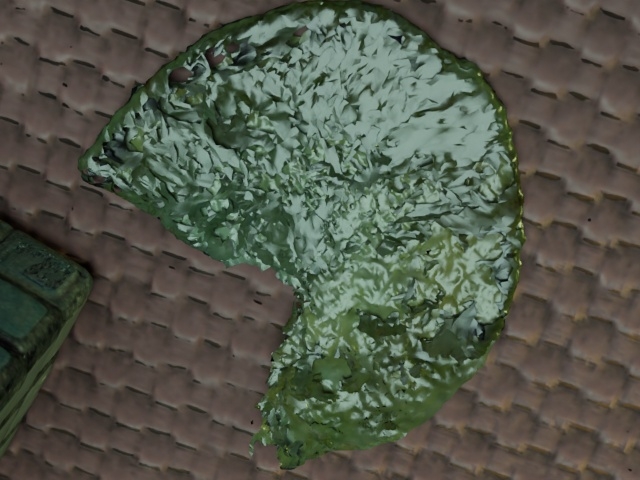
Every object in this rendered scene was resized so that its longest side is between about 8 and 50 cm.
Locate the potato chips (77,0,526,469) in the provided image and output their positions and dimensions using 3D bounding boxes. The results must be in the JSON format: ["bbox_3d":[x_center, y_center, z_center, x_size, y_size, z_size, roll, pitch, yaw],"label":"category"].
[{"bbox_3d":[0.000,0.001,0.516,0.202,0.029,0.219,-17,104,10],"label":"potato chips"}]

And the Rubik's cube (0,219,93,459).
[{"bbox_3d":[-0.276,0.086,0.474,0.237,0.237,0.238,32,111,-5],"label":"Rubik's cube"}]
